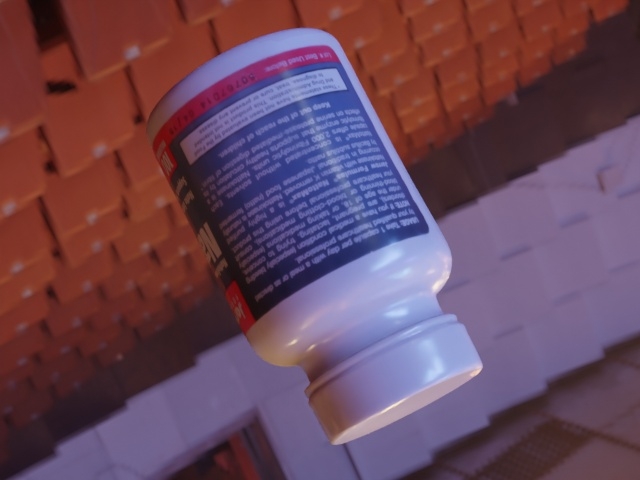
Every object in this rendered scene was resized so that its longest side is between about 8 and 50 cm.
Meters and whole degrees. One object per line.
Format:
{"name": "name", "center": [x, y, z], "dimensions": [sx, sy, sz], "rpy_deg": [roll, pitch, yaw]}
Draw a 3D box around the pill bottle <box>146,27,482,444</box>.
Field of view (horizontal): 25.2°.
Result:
{"name": "pill bottle", "center": [0.000, 0.000, 0.686], "dimensions": [0.108, 0.180, 0.108], "rpy_deg": [-26, 167, -6]}
